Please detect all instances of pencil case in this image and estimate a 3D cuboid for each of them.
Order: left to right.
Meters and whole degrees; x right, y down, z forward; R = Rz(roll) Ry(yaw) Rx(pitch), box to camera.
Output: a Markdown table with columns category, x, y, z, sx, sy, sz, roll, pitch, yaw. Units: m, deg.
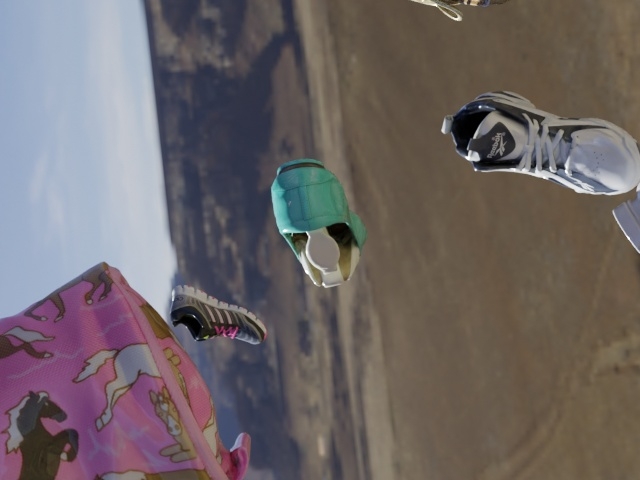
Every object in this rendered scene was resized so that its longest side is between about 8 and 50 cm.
| category | x | y | z | sx | sy | sz | roll | pitch | yaw |
| --- | --- | --- | --- | --- | --- | --- | --- | --- | --- |
| pencil case | -0.235 | 0.167 | 0.765 | 0.160 | 0.386 | 0.167 | 51 | 169 | 49 |

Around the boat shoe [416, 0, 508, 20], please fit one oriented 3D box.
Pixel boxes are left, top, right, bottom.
| category | x | y | z | sx | sy | sz | roll | pitch | yaw |
| --- | --- | --- | --- | --- | --- | --- | --- | --- | --- |
| boat shoe | 0.072 | -0.249 | 1.176 | 0.285 | 0.089 | 0.104 | 31 | 162 | 54 |

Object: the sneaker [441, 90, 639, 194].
| category | x | y | z | sx | sy | sz | roll | pitch | yaw |
| --- | --- | --- | --- | --- | --- | --- | --- | --- | --- |
| sneaker | 0.243 | -0.107 | 1.528 | 0.235 | 0.153 | 0.094 | 34 | 122 | 31 |

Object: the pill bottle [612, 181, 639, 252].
| category | x | y | z | sx | sy | sz | roll | pitch | yaw |
| --- | --- | --- | --- | --- | --- | --- | --- | --- | --- |
| pill bottle | 0.400 | -0.051 | 1.423 | 0.087 | 0.160 | 0.087 | 47 | -161 | -21 |

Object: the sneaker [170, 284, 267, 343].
| category | x | y | z | sx | sy | sz | roll | pitch | yaw |
| --- | --- | --- | --- | --- | --- | --- | --- | --- | --- |
| sneaker | -0.172 | 0.139 | 2.154 | 0.063 | 0.170 | 0.075 | -56 | 11 | 53 |

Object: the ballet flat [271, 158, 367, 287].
| category | x | y | z | sx | sy | sz | roll | pitch | yaw |
| --- | --- | --- | --- | --- | --- | --- | --- | --- | --- |
| ballet flat | 0.000 | 0.000 | 1.336 | 0.247 | 0.083 | 0.087 | 59 | -157 | -69 |
